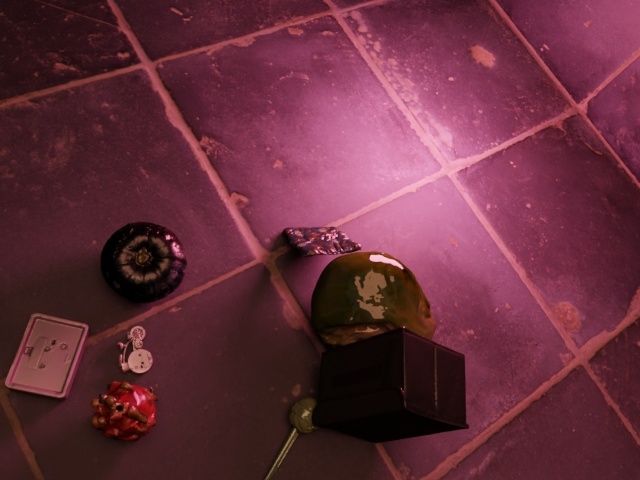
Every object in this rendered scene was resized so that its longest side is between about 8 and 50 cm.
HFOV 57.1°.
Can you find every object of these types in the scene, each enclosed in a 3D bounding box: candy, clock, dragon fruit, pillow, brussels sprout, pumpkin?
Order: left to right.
[{"bbox_3d":[-0.698,0.300,1.512,0.150,0.063,0.197,15,62,-11],"label":"clock"},{"bbox_3d":[-0.489,0.418,1.463,0.160,0.172,0.166,-38,81,-29],"label":"dragon fruit"},{"bbox_3d":[-0.503,0.298,1.590,0.087,0.041,0.129,-4,72,-24],"label":"clock"},{"bbox_3d":[-0.490,0.058,1.636,0.233,0.163,0.233,3,76,-13],"label":"pumpkin"},{"bbox_3d":[-0.101,0.576,1.585,0.092,0.093,0.336,15,62,39],"label":"candy"},{"bbox_3d":[-0.002,0.000,1.805,0.188,0.255,0.034,-6,109,-16],"label":"pillow"},{"bbox_3d":[0.161,0.187,1.727,0.371,0.276,0.315,24,64,-7],"label":"brussels sprout"}]

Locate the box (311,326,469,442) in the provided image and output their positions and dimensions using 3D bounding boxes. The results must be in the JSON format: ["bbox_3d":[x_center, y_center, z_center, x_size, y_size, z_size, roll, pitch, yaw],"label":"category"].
[{"bbox_3d":[0.184,0.397,1.565,0.251,0.345,0.205,26,55,-31],"label":"box"}]
